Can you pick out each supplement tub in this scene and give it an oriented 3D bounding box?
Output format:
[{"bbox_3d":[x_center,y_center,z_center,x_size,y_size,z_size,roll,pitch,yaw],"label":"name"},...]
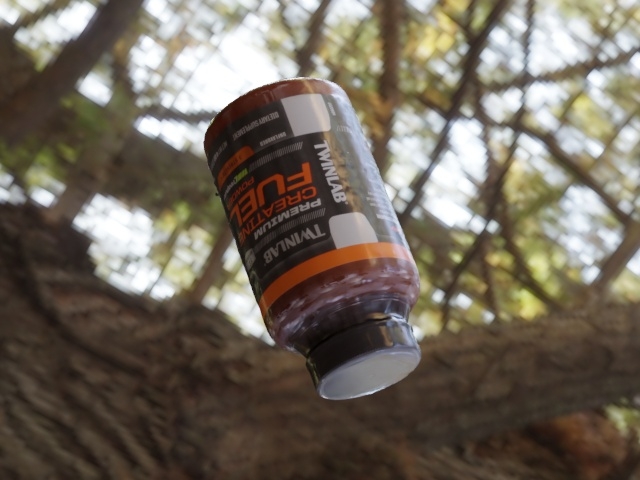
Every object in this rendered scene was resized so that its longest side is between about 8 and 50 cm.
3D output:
[{"bbox_3d":[0.000,0.000,1.120,0.106,0.106,0.198,-37,-119,30],"label":"supplement tub"}]
